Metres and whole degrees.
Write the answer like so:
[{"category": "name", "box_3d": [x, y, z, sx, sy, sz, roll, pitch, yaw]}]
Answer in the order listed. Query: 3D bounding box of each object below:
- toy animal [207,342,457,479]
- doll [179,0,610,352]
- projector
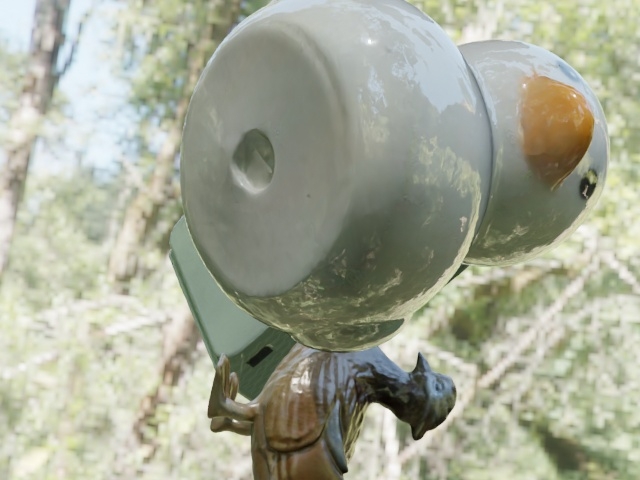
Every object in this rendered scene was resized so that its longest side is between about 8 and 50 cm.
[{"category": "toy animal", "box_3d": [0.004, 0.151, 1.109, 0.179, 0.188, 0.089, 10, -18, 4]}, {"category": "doll", "box_3d": [0.048, -0.046, 0.865, 0.221, 0.221, 0.251, 13, -19, -38]}, {"category": "projector", "box_3d": [0.000, 0.000, 1.323, 0.108, 0.250, 0.198, 39, 14, -41]}]
